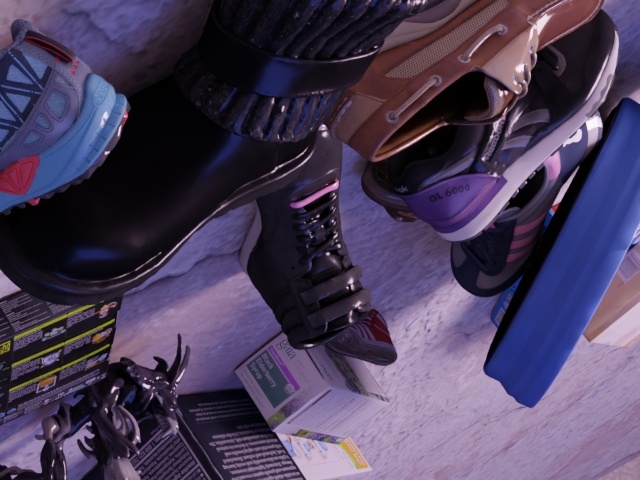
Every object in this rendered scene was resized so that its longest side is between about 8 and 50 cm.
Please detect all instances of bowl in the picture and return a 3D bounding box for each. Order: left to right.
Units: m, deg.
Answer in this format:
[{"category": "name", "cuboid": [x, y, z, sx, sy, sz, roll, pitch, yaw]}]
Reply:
[{"category": "bowl", "cuboid": [0.304, 0.007, 1.911, 0.391, 0.077, 0.391, -62, 175, -9]}]

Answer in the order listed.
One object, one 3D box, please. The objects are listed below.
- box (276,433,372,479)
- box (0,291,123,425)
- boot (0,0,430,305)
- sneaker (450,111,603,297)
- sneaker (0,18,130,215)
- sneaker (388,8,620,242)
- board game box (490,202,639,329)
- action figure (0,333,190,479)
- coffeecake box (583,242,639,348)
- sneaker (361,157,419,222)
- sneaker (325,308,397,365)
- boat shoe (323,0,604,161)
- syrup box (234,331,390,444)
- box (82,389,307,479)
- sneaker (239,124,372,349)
[{"category": "box", "cuboid": [-0.039, 0.319, 2.250, 0.114, 0.103, 0.203, -45, 157, 23]}, {"category": "box", "cuboid": [-0.284, 0.111, 1.525, 0.191, 0.045, 0.184, -24, 154, -26]}, {"category": "boot", "cuboid": [-0.083, -0.111, 1.213, 0.348, 0.131, 0.260, -36, 170, -41]}, {"category": "sneaker", "cuboid": [0.199, -0.038, 1.835, 0.131, 0.112, 0.319, -32, 154, -41]}, {"category": "sneaker", "cuboid": [-0.264, -0.071, 1.131, 0.262, 0.104, 0.125, -28, 121, 21]}, {"category": "sneaker", "cuboid": [0.183, -0.138, 1.619, 0.124, 0.107, 0.283, 40, 86, -35]}, {"category": "board game box", "cuboid": [0.419, 0.009, 2.308, 0.302, 0.086, 0.308, -25, 157, -23]}, {"category": "action figure", "cuboid": [-0.234, 0.217, 1.692, 0.276, 0.141, 0.164, -32, 169, -5]}, {"category": "coffeecake box", "cuboid": [0.439, 0.080, 2.270, 0.142, 0.068, 0.185, -42, 158, 16]}, {"category": "sneaker", "cuboid": [0.093, -0.044, 1.732, 0.071, 0.066, 0.188, -46, 156, 27]}, {"category": "sneaker", "cuboid": [0.042, 0.112, 2.035, 0.118, 0.067, 0.042, 25, 125, -32]}, {"category": "boat shoe", "cuboid": [0.138, -0.159, 1.484, 0.324, 0.116, 0.123, -27, 158, -21]}, {"category": "syrup box", "cuboid": [-0.007, 0.185, 2.029, 0.096, 0.093, 0.237, -39, 159, 11]}, {"category": "box", "cuboid": [-0.150, 0.388, 1.966, 0.296, 0.294, 0.183, -44, 157, 23]}, {"category": "sneaker", "cuboid": [0.000, 0.000, 1.574, 0.105, 0.147, 0.295, -24, 155, -22]}]
